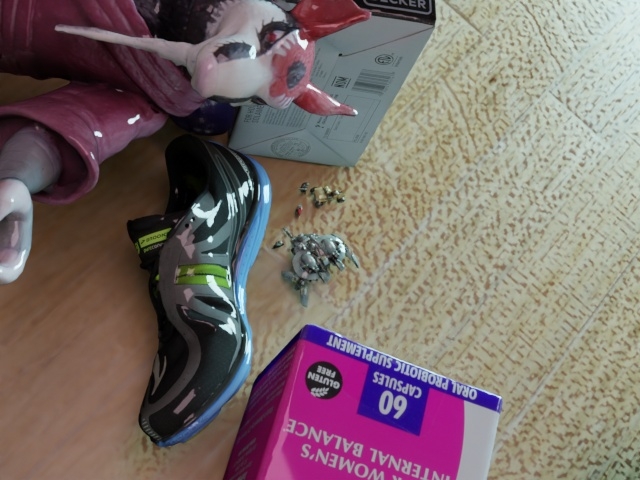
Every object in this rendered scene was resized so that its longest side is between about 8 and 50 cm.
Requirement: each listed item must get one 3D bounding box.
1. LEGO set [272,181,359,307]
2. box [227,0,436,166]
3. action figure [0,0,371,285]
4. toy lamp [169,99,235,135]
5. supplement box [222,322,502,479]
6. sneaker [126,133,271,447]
[{"bbox_3d":[-0.002,-0.001,0.606,0.054,0.023,0.083,-2,68,-19],"label":"LEGO set"},{"bbox_3d":[0.001,-0.214,0.624,0.087,0.169,0.290,6,66,-12],"label":"box"},{"bbox_3d":[-0.157,-0.121,0.477,0.370,0.276,0.248,20,89,-1],"label":"action figure"},{"bbox_3d":[-0.184,-0.054,0.544,0.274,0.080,0.080,-20,74,-27],"label":"toy lamp"},{"bbox_3d":[-0.001,0.170,0.480,0.111,0.114,0.220,21,64,-9],"label":"supplement box"},{"bbox_3d":[-0.076,0.023,0.537,0.078,0.067,0.188,31,51,-35],"label":"sneaker"}]
